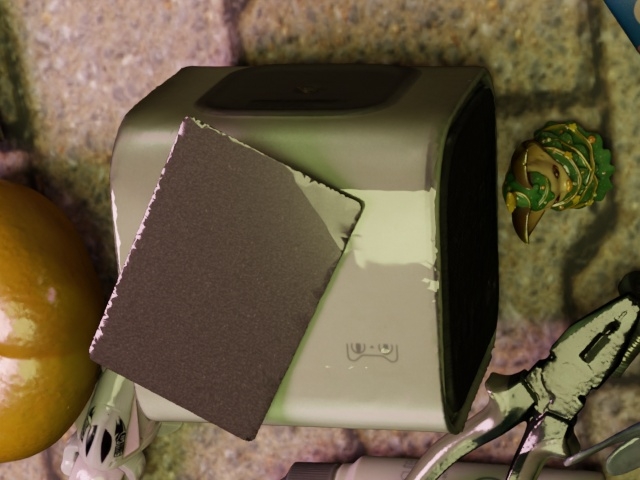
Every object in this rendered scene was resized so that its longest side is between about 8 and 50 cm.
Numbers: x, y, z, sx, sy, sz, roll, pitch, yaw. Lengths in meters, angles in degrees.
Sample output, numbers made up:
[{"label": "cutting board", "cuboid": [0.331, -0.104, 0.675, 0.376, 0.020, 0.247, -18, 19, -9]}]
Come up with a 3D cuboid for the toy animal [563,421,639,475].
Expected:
[{"label": "toy animal", "cuboid": [0.317, 0.140, 1.431, 0.256, 0.176, 0.239, 6, 154, -4]}]

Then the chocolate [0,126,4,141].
[{"label": "chocolate", "cuboid": [-0.331, -0.221, 1.527, 0.102, 0.065, 0.329, 1, 111, 35]}]

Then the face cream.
[{"label": "face cream", "cuboid": [0.086, 0.231, 1.568, 0.311, 0.092, 0.092, 3, 111, 15]}]

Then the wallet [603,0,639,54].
[{"label": "wallet", "cuboid": [0.299, -0.171, 1.373, 0.141, 0.059, 0.202, -32, 98, 30]}]

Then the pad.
[{"label": "pad", "cuboid": [-0.072, 0.031, 1.306, 0.143, 0.003, 0.211, 28, 114, 4]}]

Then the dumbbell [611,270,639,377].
[{"label": "dumbbell", "cuboid": [0.300, 0.013, 1.430, 0.082, 0.081, 0.254, 35, 116, 0]}]

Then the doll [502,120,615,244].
[{"label": "doll", "cuboid": [0.165, -0.049, 1.435, 0.077, 0.113, 0.078, 21, 122, 47]}]

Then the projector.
[{"label": "projector", "cuboid": [0.000, 0.000, 1.414, 0.249, 0.248, 0.248, 1, 110, 15]}]

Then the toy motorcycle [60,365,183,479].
[{"label": "toy motorcycle", "cuboid": [-0.172, 0.137, 1.592, 0.112, 0.112, 0.254, 23, 116, 6]}]

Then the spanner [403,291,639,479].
[{"label": "spanner", "cuboid": [0.150, 0.164, 1.465, 0.096, 0.040, 0.325, 39, 111, 3]}]

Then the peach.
[{"label": "peach", "cuboid": [-0.281, 0.069, 1.545, 0.251, 0.153, 0.251, 20, 115, 49]}]
